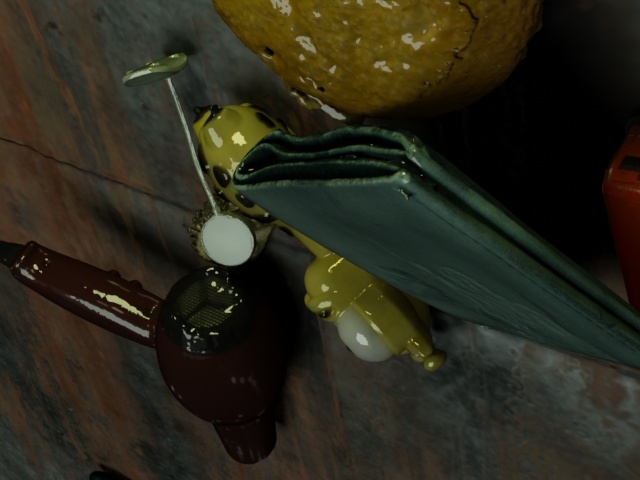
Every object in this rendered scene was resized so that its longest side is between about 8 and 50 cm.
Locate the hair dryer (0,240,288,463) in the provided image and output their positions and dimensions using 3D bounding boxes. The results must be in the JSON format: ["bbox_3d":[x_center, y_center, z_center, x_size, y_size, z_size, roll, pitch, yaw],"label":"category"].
[{"bbox_3d":[-0.189,0.090,1.322,0.341,0.123,0.312,23,153,14],"label":"hair dryer"}]

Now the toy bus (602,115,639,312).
[{"bbox_3d":[0.233,0.008,0.841,0.079,0.077,0.174,12,138,38],"label":"toy bus"}]

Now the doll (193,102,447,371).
[{"bbox_3d":[-0.001,0.000,1.069,0.291,0.086,0.117,50,180,-16],"label":"doll"}]

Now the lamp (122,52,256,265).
[{"bbox_3d":[-0.106,-0.060,1.092,0.050,0.056,0.198,-11,113,22],"label":"lamp"}]

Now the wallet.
[{"bbox_3d":[0.090,0.007,0.870,0.251,0.054,0.290,31,171,-22],"label":"wallet"}]

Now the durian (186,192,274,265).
[{"bbox_3d":[-0.082,-0.011,1.167,0.066,0.052,0.130,37,145,5],"label":"durian"}]

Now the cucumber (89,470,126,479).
[{"bbox_3d":[-0.267,0.350,1.815,0.133,0.032,0.032,24,144,26],"label":"cucumber"}]

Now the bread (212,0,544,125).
[{"bbox_3d":[0.034,-0.183,0.756,0.240,0.139,0.240,27,145,20],"label":"bread"}]
